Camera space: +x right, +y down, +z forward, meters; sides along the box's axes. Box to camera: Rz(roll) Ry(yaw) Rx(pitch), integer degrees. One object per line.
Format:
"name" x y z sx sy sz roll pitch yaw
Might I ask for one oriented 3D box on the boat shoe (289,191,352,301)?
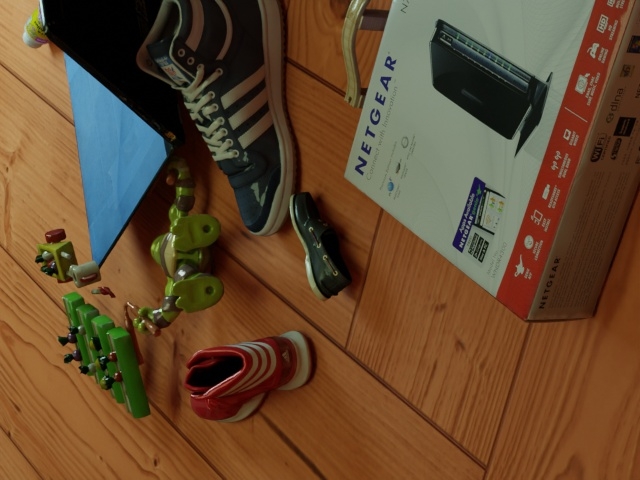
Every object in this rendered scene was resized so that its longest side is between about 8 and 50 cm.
"boat shoe" 0.001 0.001 1.772 0.042 0.049 0.133 -31 54 20

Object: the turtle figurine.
"turtle figurine" -0.164 0.030 1.959 0.217 0.087 0.270 -162 84 -73

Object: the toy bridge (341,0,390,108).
"toy bridge" 0.056 -0.222 1.670 0.026 0.063 0.188 44 126 45

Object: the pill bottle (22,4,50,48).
"pill bottle" -0.383 -0.300 2.310 0.083 0.043 0.043 -40 59 48

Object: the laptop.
"laptop" -0.314 -0.242 2.010 0.236 0.408 0.382 -26 55 17

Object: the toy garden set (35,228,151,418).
"toy garden set" -0.297 0.103 2.097 0.244 0.049 0.204 23 129 64

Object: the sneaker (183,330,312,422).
"sneaker" -0.118 0.151 1.865 0.221 0.128 0.087 -36 61 48

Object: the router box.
"router box" 0.172 -0.142 1.490 0.301 0.082 0.335 40 122 47

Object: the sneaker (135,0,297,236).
"sneaker" -0.116 -0.144 1.838 0.099 0.153 0.282 -10 82 55
